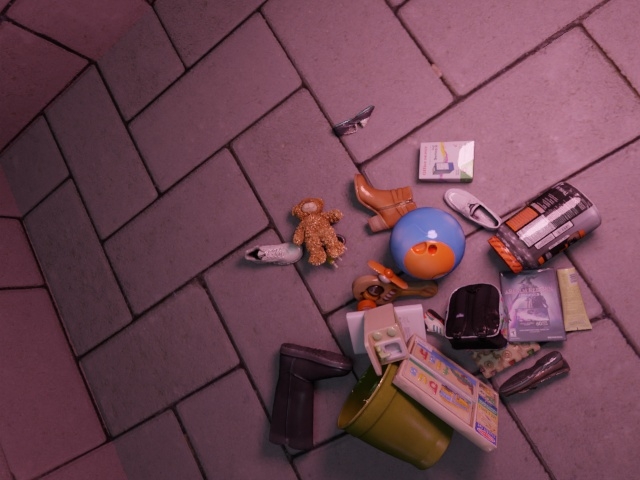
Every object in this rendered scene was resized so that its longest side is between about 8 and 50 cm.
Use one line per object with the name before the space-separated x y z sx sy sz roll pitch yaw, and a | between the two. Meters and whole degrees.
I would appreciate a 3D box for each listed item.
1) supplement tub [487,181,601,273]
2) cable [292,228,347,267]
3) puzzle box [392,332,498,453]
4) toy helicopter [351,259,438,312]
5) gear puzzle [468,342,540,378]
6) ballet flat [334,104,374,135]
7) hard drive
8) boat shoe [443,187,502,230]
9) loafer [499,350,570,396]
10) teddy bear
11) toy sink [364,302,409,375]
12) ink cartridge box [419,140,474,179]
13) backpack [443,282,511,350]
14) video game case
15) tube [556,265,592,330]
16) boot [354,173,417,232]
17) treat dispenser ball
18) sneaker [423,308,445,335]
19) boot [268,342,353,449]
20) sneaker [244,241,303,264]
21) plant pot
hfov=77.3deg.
supplement tub | 0.811 -0.038 1.474 0.338 0.207 0.207 -39 76 16
cable | 0.000 0.000 1.839 0.287 0.072 0.139 31 100 18
puzzle box | 0.482 0.559 1.513 0.409 0.272 0.052 35 123 7
toy helicopter | 0.309 0.189 1.665 0.356 0.140 0.234 -2 132 3
gear puzzle | 0.748 0.385 1.577 0.339 0.044 0.175 -36 69 12
ballet flat | 0.162 -0.532 1.803 0.203 0.074 0.074 -27 80 11
hard drive | 0.279 0.375 1.676 0.308 0.040 0.202 -9 114 10
boat shoe | 0.615 -0.133 1.613 0.258 0.084 0.095 34 100 17
loafer | 0.817 0.528 1.522 0.268 0.096 0.084 -40 82 13
teddy bear | -0.017 -0.053 1.785 0.245 0.113 0.337 -10 70 21
toy sink | 0.252 0.371 1.523 0.131 0.234 0.152 -20 106 13
ink cartridge box | 0.519 -0.323 1.649 0.213 0.093 0.154 4 91 22
backpack | 0.604 0.294 1.533 0.225 0.191 0.253 -14 45 36
video game case | 0.812 0.248 1.540 0.196 0.026 0.273 -7 77 20
tube | 0.942 0.220 1.504 0.070 0.062 0.239 -14 88 60
boot | 0.279 -0.191 1.722 0.220 0.109 0.283 -23 83 19
treat dispenser ball | 0.418 0.012 1.573 0.289 0.288 0.287 -1 88 20
sneaker | 0.490 0.364 1.669 0.161 0.057 0.075 44 119 14
boot | -0.046 0.719 1.795 0.368 0.146 0.444 6 87 30
sneaker | -0.225 0.065 1.898 0.293 0.118 0.109 -7 85 18
plant pot | 0.314 0.694 1.589 0.353 0.366 0.366 37 101 5
